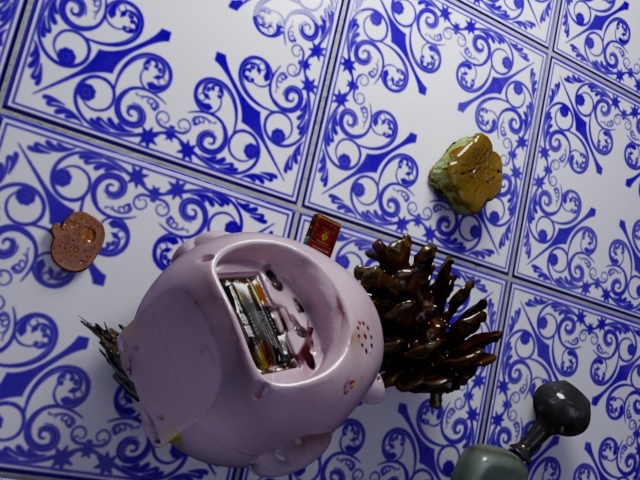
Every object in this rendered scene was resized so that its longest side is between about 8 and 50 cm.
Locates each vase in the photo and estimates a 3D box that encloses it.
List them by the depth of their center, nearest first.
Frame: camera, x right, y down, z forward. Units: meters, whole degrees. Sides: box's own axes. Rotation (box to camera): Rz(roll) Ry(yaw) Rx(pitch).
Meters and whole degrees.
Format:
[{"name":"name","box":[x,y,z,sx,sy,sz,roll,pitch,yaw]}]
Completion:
[{"name":"vase","box":[0.453,0.368,1.493,0.183,0.120,0.120,-45,109,-4]}]

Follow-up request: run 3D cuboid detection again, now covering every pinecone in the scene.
[{"name":"pinecone","box":[0.175,0.133,1.280,0.244,0.244,0.309,-20,86,-28]}]

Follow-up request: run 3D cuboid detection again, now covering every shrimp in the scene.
[{"name":"shrimp","box":[-0.272,0.186,1.117,0.233,0.079,0.090,41,65,-16]}]

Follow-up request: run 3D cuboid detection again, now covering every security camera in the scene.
[{"name":"security camera","box":[0.287,0.534,1.408,0.157,0.080,0.302,21,88,-28]}]

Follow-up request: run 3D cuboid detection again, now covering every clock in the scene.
[{"name":"clock","box":[-0.063,0.145,1.094,0.376,0.250,0.368,-3,59,-47]}]

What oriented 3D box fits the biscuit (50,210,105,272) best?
[{"name":"biscuit","box":[-0.365,0.000,1.108,0.078,0.015,0.091,35,72,-21]}]

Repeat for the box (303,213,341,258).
[{"name":"box","box":[0.000,0.000,1.302,0.051,0.023,0.082,25,76,-26]}]

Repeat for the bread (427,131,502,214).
[{"name":"bread","box":[0.288,-0.125,1.440,0.140,0.069,0.128,-47,110,-21]}]
